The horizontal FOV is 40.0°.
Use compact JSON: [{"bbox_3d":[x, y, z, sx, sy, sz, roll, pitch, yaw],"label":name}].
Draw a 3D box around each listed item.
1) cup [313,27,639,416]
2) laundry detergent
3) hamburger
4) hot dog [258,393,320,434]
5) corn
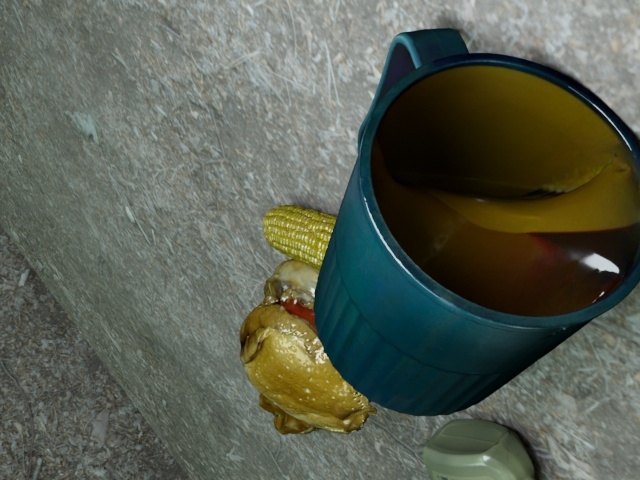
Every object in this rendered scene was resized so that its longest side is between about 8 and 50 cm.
[{"bbox_3d":[0.104,-0.005,0.810,0.308,0.242,0.292,45,155,14],"label":"cup"},{"bbox_3d":[0.248,0.363,1.167,0.181,0.091,0.253,-12,111,56],"label":"laundry detergent"},{"bbox_3d":[0.000,0.149,1.251,0.244,0.163,0.244,26,147,18],"label":"hamburger"},{"bbox_3d":[-0.045,0.307,1.623,0.109,0.072,0.269,54,156,-2],"label":"hot dog"},{"bbox_3d":[0.000,0.000,1.174,0.238,0.080,0.080,24,141,52],"label":"corn"}]
